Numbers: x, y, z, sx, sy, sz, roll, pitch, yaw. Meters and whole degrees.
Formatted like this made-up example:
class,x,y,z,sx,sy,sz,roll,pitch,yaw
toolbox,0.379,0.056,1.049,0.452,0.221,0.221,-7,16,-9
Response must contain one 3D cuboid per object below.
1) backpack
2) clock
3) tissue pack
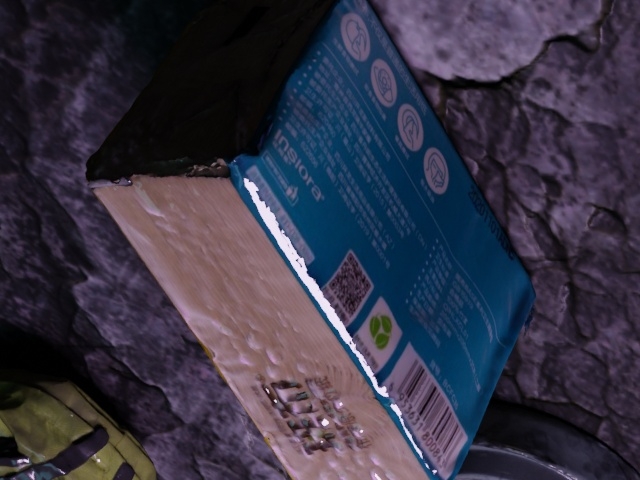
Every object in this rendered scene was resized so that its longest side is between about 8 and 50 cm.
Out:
class,x,y,z,sx,sy,sz,roll,pitch,yaw
backpack,-0.255,0.193,1.529,0.253,0.140,0.207,-12,127,43
clock,0.142,0.208,1.389,0.226,0.049,0.226,15,137,15
tissue pack,0.000,0.000,1.148,0.134,0.192,0.271,-9,125,35
